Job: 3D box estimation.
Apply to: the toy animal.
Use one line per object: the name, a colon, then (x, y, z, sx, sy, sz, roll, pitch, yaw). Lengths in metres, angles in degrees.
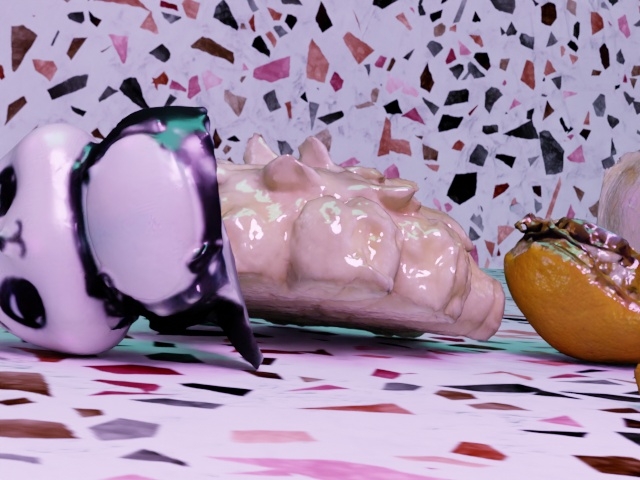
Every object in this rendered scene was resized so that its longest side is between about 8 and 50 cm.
toy animal: (-0.133, 0.007, 0.808, 0.179, 0.166, 0.138, -8, -8, 9)

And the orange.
orange: (0.222, 0.043, 1.023, 0.160, 0.112, 0.170, 18, 15, -43)

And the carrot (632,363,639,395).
carrot: (0.269, 0.087, 0.752, 0.170, 0.042, 0.042, 2, 1, 4)

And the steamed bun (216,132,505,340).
steamed bun: (0.000, 0.000, 1.014, 0.295, 0.137, 0.292, 4, -11, -1)

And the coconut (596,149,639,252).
coconut: (0.395, -0.011, 1.355, 0.227, 0.230, 0.227, 4, 0, 0)
